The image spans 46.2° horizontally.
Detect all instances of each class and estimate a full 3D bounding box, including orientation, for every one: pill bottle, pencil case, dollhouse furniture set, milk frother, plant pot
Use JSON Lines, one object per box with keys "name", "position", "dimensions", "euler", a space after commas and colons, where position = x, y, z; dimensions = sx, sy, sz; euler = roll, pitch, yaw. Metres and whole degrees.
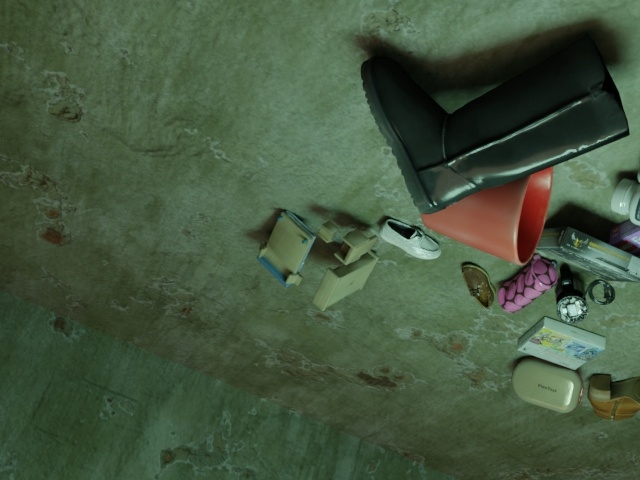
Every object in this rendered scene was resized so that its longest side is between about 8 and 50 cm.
{"name": "pill bottle", "position": [0.748, -0.076, 1.664], "dimensions": [0.180, 0.108, 0.108], "euler": [25, 157, 39]}
{"name": "pencil case", "position": [0.574, 0.124, 2.099], "dimensions": [0.095, 0.098, 0.209], "euler": [-19, 161, -29]}
{"name": "dollhouse furniture set", "position": [0.000, 0.000, 2.211], "dimensions": [0.303, 0.198, 0.286], "euler": [41, 129, 21]}
{"name": "milk frother", "position": [0.709, 0.144, 2.023], "dimensions": [0.143, 0.135, 0.129], "euler": [5, 112, 13]}
{"name": "plant pot", "position": [0.376, -0.099, 1.723], "dimensions": [0.243, 0.275, 0.275], "euler": [14, 149, 27]}

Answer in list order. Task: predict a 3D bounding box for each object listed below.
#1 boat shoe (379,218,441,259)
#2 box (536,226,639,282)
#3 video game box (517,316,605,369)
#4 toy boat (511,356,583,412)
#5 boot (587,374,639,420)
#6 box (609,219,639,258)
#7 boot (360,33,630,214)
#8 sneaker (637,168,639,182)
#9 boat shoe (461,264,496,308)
{"name": "boat shoe", "position": [0.255, -0.008, 2.084], "dimensions": [0.184, 0.066, 0.063], "euler": [29, 148, 1]}
{"name": "box", "position": [0.670, 0.036, 1.873], "dimensions": [0.231, 0.056, 0.183], "euler": [23, 177, -5]}
{"name": "video game box", "position": [0.750, 0.324, 2.347], "dimensions": [0.205, 0.048, 0.187], "euler": [19, 150, -3]}
{"name": "toy boat", "position": [0.757, 0.471, 2.497], "dimensions": [0.231, 0.151, 0.151], "euler": [15, -172, 25]}
{"name": "boot", "position": [1.031, 0.545, 2.482], "dimensions": [0.284, 0.109, 0.220], "euler": [3, 143, 25]}
{"name": "box", "position": [0.870, -0.016, 1.777], "dimensions": [0.201, 0.057, 0.293], "euler": [30, 145, -17]}
{"name": "boot", "position": [0.343, -0.290, 1.512], "dimensions": [0.445, 0.146, 0.367], "euler": [-23, 97, 32]}
{"name": "sneaker", "position": [0.759, -0.121, 1.516], "dimensions": [0.105, 0.295, 0.147], "euler": [-28, 134, -7]}
{"name": "boat shoe", "position": [0.463, 0.135, 2.190], "dimensions": [0.064, 0.060, 0.178], "euler": [-8, 139, 34]}
